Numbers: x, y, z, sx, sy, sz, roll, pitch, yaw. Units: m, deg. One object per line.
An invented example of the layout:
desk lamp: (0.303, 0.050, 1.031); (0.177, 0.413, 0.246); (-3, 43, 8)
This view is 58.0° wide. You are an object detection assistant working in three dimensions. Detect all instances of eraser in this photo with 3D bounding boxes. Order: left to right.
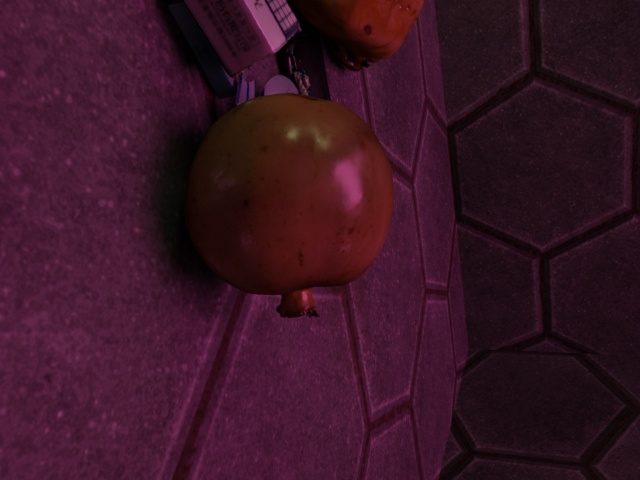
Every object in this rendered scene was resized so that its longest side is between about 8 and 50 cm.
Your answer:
eraser: (-0.143, -0.379, 0.773); (0.287, 0.086, 0.130); (59, 36, -22)

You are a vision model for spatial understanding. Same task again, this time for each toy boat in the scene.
toy boat: (-0.073, -0.188, 1.012); (0.291, 0.070, 0.210); (-46, 138, -63)

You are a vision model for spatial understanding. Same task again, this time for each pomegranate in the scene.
pomegranate: (-0.040, -0.046, 0.828); (0.319, 0.319, 0.319); (-2, 90, -67)

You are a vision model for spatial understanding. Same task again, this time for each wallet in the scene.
wallet: (-0.011, -0.272, 1.220); (0.172, 0.045, 0.318); (-61, 142, -55)

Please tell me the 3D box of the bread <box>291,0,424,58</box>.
bread: (0.073, -0.571, 1.112); (0.361, 0.250, 0.394); (-63, 164, 17)

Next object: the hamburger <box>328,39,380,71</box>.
hamburger: (0.098, -0.518, 1.395); (0.183, 0.130, 0.206); (12, 75, -69)

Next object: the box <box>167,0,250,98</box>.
box: (-0.145, -0.359, 0.908); (0.162, 0.041, 0.229); (62, 34, -44)
